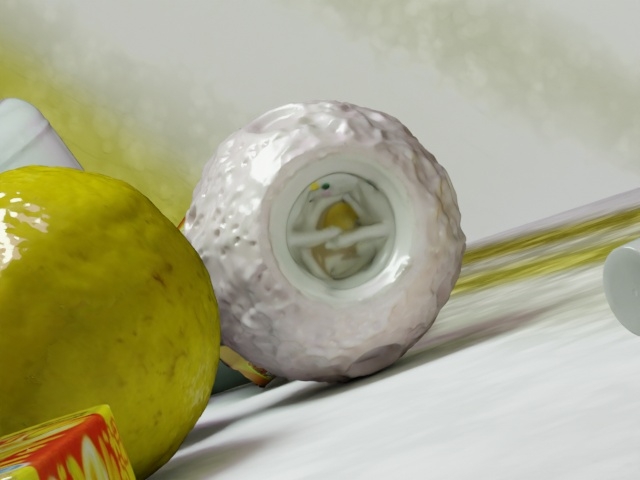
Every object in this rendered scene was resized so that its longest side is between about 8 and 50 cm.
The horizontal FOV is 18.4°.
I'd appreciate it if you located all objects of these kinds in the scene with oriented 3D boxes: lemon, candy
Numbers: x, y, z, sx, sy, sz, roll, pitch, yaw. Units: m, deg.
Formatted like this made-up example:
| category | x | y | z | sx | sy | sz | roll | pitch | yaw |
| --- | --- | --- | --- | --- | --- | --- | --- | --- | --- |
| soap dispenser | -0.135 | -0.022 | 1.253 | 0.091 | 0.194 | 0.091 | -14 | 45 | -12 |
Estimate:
| category | x | y | z | sx | sy | sz | roll | pitch | yaw |
| --- | --- | --- | --- | --- | --- | --- | --- | --- | --- |
| lemon | -0.216 | 0.083 | 1.491 | 0.285 | 0.285 | 0.316 | -19 | 21 | 2 |
| candy | -0.190 | 0.168 | 1.099 | 0.146 | 0.088 | 0.276 | -18 | 2 | 6 |

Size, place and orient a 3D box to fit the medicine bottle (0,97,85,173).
| category | x | y | z | sx | sy | sz | roll | pitch | yaw |
| --- | --- | --- | --- | --- | --- | --- | --- | --- | --- |
| medicine bottle | -0.315 | 0.046 | 2.034 | 0.256 | 0.325 | 0.256 | -32 | 11 | 7 |

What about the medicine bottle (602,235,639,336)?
| category | x | y | z | sx | sy | sz | roll | pitch | yaw |
| --- | --- | --- | --- | --- | --- | --- | --- | --- | --- |
| medicine bottle | 0.256 | 0.013 | 1.293 | 0.140 | 0.079 | 0.079 | -20 | 1 | -30 |

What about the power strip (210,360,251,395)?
| category | x | y | z | sx | sy | sz | roll | pitch | yaw |
| --- | --- | --- | --- | --- | --- | --- | --- | --- | --- |
| power strip | -0.096 | 0.112 | 2.161 | 0.385 | 0.091 | 0.062 | -19 | -44 | 17 |

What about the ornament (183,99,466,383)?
| category | x | y | z | sx | sy | sz | roll | pitch | yaw |
| --- | --- | --- | --- | --- | --- | --- | --- | --- | --- |
| ornament | 0.000 | 0.000 | 1.788 | 0.259 | 0.259 | 0.225 | -19 | -2 | -13 |

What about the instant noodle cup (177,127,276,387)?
| category | x | y | z | sx | sy | sz | roll | pitch | yaw |
| --- | --- | --- | --- | --- | --- | --- | --- | --- | --- |
| instant noodle cup | -0.058 | 0.026 | 2.022 | 0.182 | 0.230 | 0.230 | -46 | -1 | 3 |
